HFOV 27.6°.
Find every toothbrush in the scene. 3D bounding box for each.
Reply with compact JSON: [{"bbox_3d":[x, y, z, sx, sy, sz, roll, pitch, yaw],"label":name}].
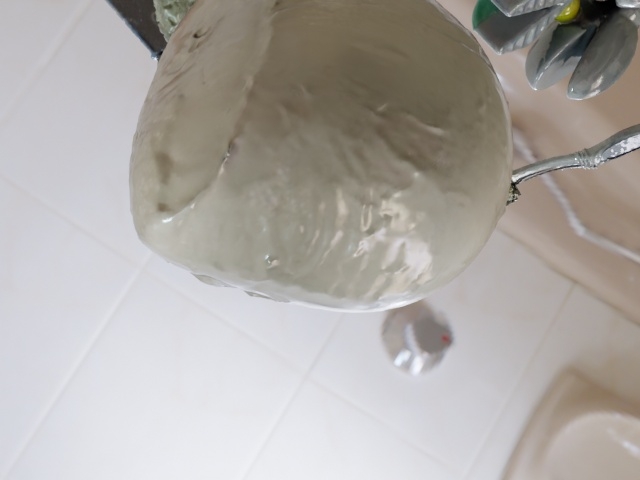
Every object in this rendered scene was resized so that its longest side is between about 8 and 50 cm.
[{"bbox_3d":[0.344,-0.112,1.430,0.035,0.413,0.042,60,-169,-49],"label":"toothbrush"}]

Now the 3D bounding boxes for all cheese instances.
[{"bbox_3d":[0.006,-0.056,0.677,0.189,0.198,0.154,23,133,-13],"label":"cheese"}]

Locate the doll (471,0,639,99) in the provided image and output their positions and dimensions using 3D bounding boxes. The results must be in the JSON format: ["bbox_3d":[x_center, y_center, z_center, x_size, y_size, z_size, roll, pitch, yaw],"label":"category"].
[{"bbox_3d":[0.262,-0.245,1.167,0.153,0.258,0.195,49,-175,25],"label":"doll"}]

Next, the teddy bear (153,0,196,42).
[{"bbox_3d":[-0.096,-0.250,1.003,0.111,0.213,0.133,11,-150,-29],"label":"teddy bear"}]

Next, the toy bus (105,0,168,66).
[{"bbox_3d":[-0.120,-0.218,1.173,0.297,0.106,0.131,49,-162,12],"label":"toy bus"}]
